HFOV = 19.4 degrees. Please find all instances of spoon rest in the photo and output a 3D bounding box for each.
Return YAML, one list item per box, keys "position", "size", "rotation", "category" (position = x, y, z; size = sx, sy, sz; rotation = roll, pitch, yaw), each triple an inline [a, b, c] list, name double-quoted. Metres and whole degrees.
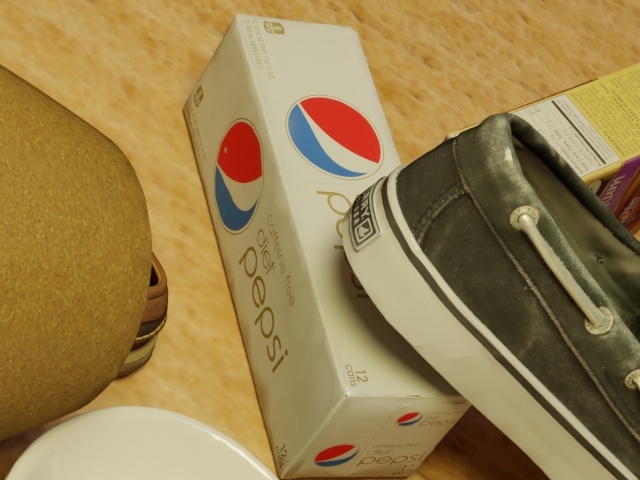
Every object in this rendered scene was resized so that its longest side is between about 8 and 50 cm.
- position: [-0.096, 0.155, 0.677]
  size: [0.137, 0.084, 0.276]
  rotation: [42, 46, 7]
  category: "spoon rest"

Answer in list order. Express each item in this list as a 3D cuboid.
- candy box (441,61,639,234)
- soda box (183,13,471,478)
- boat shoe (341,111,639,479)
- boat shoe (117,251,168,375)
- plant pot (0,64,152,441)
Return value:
- position: [0.114, -0.025, 0.931]
  size: [0.187, 0.109, 0.053]
  rotation: [-21, 66, -39]
  category: "candy box"
- position: [0.000, 0.000, 0.868]
  size: [0.069, 0.074, 0.216]
  rotation: [3, 53, -28]
  category: "soda box"
- position: [0.148, 0.055, 0.826]
  size: [0.306, 0.105, 0.113]
  rotation: [43, 29, -22]
  category: "boat shoe"
- position: [-0.122, -0.025, 0.827]
  size: [0.064, 0.060, 0.178]
  rotation: [-23, 67, -41]
  category: "boat shoe"
- position: [-0.196, -0.003, 0.673]
  size: [0.254, 0.237, 0.237]
  rotation: [7, 49, -43]
  category: "plant pot"
